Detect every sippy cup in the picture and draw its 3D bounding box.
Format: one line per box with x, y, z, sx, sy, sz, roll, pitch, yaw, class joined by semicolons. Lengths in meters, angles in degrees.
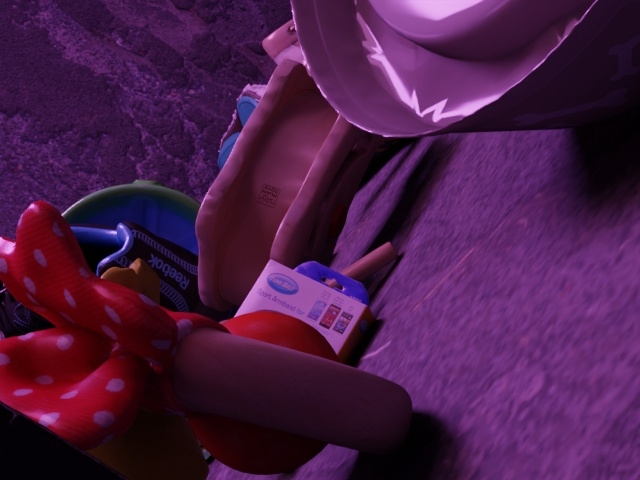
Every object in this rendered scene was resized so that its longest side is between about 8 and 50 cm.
-0.194;0.051;1.308;0.224;0.305;0.240;-132;52;-87;sippy cup

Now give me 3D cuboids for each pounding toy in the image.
0.000;0.000;0.899;0.154;0.155;0.269;75;-141;-65;pounding toy

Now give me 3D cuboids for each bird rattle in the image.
-0.055;0.058;0.557;0.253;0.207;0.143;109;172;-71;bird rattle

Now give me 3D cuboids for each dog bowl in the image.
0.108;-0.214;0.569;0.349;0.102;0.349;-23;63;57;dog bowl

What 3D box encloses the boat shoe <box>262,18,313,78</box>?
0.061;-0.368;1.686;0.341;0.110;0.121;-45;4;-15;boat shoe

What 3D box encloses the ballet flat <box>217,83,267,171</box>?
-0.063;-0.163;1.720;0.147;0.147;0.409;-58;10;-12;ballet flat

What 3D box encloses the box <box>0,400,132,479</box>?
-0.092;0.165;0.452;0.103;0.184;0.261;-64;11;-25;box

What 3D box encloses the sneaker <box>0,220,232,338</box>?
-0.239;0.033;1.064;0.341;0.139;0.125;-6;56;36;sneaker

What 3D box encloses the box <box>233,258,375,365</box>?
-0.025;0.075;0.762;0.136;0.081;0.028;-60;-26;-12;box

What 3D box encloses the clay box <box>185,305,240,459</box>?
-0.079;0.097;1.060;0.222;0.053;0.127;-59;11;-20;clay box

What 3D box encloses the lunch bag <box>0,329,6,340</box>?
-0.323;0.250;1.024;0.212;0.305;0.256;-9;23;24;lunch bag

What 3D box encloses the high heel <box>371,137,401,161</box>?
0.067;-0.132;1.125;0.186;0.093;0.261;-30;3;16;high heel
